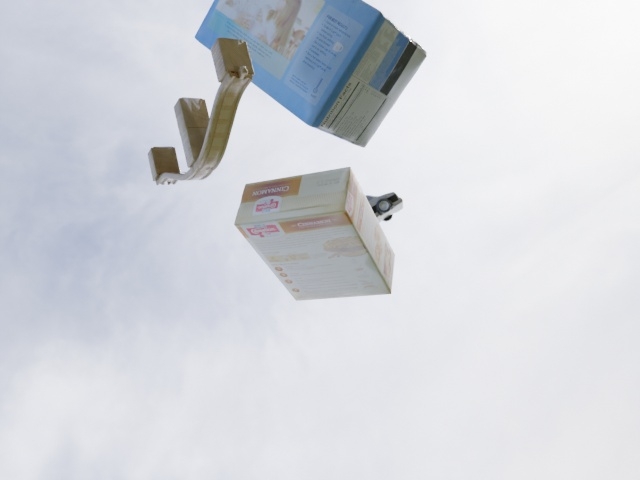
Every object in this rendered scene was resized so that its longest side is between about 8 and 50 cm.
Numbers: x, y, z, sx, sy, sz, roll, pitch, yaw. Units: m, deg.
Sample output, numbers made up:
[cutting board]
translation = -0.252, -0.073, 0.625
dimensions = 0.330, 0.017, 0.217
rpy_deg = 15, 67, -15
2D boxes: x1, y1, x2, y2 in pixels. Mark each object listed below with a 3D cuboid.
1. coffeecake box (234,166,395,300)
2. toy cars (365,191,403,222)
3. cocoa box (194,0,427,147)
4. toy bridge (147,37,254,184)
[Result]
[coffeecake box]
translation = 0.000, 0.000, 0.753
dimensions = 0.185, 0.142, 0.068
rpy_deg = 57, -146, -48
[toy cars]
translation = 0.045, -0.015, 1.493
dimensions = 0.176, 0.393, 0.087
rpy_deg = -17, -110, -46
[cocoa box]
translation = -0.021, -0.378, 1.143
dimensions = 0.231, 0.347, 0.228
rpy_deg = -56, -25, 16
[toy bridge]
translation = -0.102, -0.088, 0.490
dimensions = 0.026, 0.188, 0.063
rpy_deg = -5, -107, -34
